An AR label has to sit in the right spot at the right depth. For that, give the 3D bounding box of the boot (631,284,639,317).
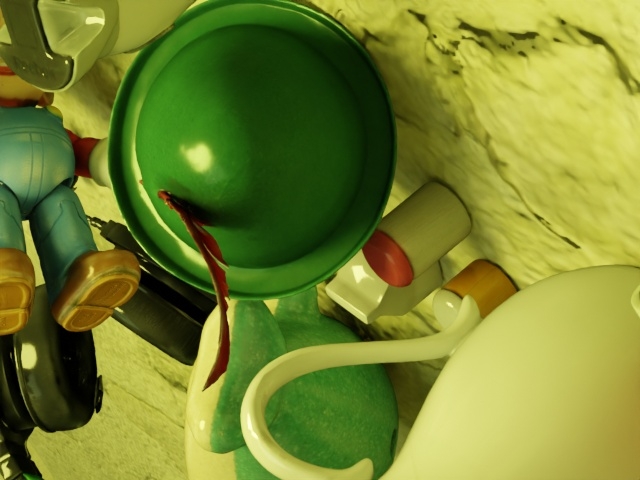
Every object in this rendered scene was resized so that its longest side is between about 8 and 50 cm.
[{"bbox_3d":[0.217,0.091,0.590,0.176,0.088,0.244,53,-175,-7],"label":"boot"}]

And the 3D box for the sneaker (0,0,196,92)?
[{"bbox_3d":[-0.124,-0.250,0.736,0.122,0.146,0.330,25,136,43],"label":"sneaker"}]

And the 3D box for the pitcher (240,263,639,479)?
[{"bbox_3d":[0.082,0.086,0.757,0.178,0.207,0.125,48,159,12],"label":"pitcher"}]

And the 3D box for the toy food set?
[{"bbox_3d":[0.000,0.000,0.931,0.232,0.104,0.111,35,154,37],"label":"toy food set"}]

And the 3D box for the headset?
[{"bbox_3d":[-0.181,0.074,1.307,0.394,0.243,0.185,61,-177,16],"label":"headset"}]

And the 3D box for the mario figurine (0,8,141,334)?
[{"bbox_3d":[-0.240,-0.096,1.178,0.198,0.170,0.320,36,-154,-58],"label":"mario figurine"}]

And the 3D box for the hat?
[{"bbox_3d":[-0.063,-0.051,0.791,0.208,0.173,0.183,29,-172,21],"label":"hat"}]

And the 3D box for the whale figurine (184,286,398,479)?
[{"bbox_3d":[-0.019,0.120,1.065,0.141,0.216,0.272,9,162,8],"label":"whale figurine"}]
